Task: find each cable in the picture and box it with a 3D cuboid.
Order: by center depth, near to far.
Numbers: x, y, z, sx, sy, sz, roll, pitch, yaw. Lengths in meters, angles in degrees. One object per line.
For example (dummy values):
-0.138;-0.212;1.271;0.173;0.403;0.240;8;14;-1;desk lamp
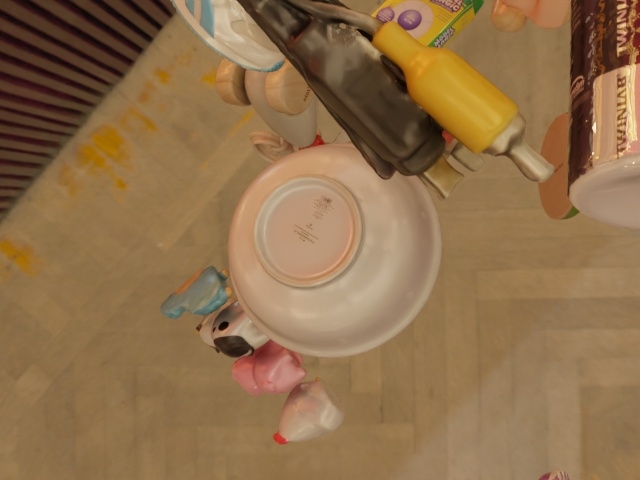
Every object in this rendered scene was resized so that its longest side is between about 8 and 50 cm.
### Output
0.001;-0.126;0.502;0.072;0.139;0.287;-45;103;-7;cable

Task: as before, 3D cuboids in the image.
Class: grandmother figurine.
0.322;-0.402;1.227;0.208;0.342;0.104;-17;71;-6;grandmother figurine

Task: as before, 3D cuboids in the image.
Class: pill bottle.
0.245;-0.141;0.676;0.130;0.130;0.245;6;71;2;pill bottle

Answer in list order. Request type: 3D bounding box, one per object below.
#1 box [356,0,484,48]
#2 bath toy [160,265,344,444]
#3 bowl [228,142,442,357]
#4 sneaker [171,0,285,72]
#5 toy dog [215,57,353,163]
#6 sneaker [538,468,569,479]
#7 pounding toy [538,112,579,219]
0.133;-0.302;1.309;0.179;0.043;0.105;-45;63;-9;box
-0.104;0.202;1.538;0.129;0.151;0.348;-38;108;5;bath toy
0.000;0.000;1.207;0.298;0.134;0.298;-3;79;16;bowl
-0.111;-0.284;1.034;0.092;0.087;0.228;-39;91;26;sneaker
-0.022;-0.229;1.517;0.220;0.333;0.161;24;77;19;toy dog
0.389;0.456;1.633;0.104;0.236;0.095;-5;67;18;sneaker
0.461;-0.120;1.576;0.110;0.237;0.183;3;96;-10;pounding toy
